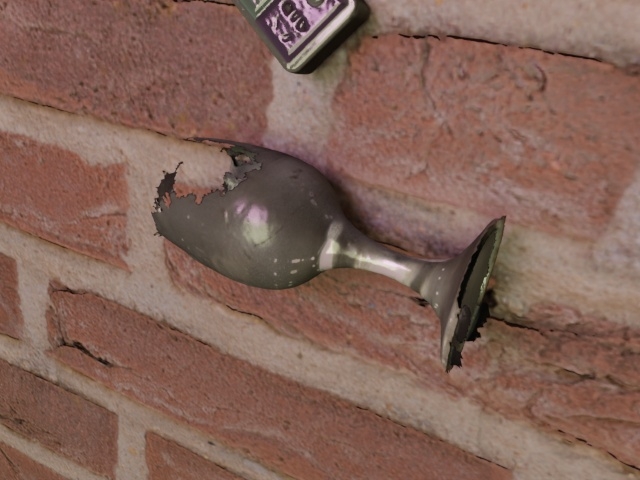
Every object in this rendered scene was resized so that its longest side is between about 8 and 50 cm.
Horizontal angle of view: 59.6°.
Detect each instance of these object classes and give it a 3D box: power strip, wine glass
[{"bbox_3d":[-0.032,-0.271,0.484,0.145,0.061,0.215,-37,90,25],"label":"power strip"},{"bbox_3d":[0.000,0.000,0.514,0.321,0.143,0.143,18,115,20],"label":"wine glass"}]
